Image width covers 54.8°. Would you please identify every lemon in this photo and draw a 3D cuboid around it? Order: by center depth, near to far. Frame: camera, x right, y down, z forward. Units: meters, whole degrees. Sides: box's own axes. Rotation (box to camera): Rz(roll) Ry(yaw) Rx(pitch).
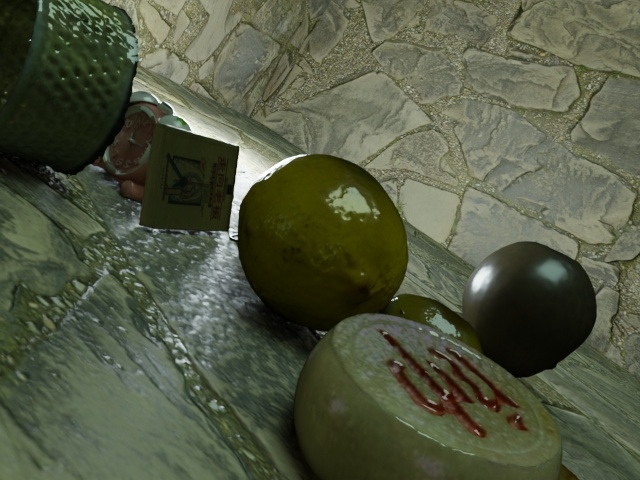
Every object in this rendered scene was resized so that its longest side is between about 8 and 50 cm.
[{"bbox_3d":[0.001,0.001,0.916,0.260,0.260,0.284,19,34,-48],"label":"lemon"}]

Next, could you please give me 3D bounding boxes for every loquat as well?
[{"bbox_3d":[0.159,0.161,0.906,0.195,0.152,0.152,25,7,28],"label":"loquat"}]

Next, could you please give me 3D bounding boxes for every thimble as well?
[{"bbox_3d":[-0.396,-0.239,0.874,0.270,0.271,0.150,40,15,37],"label":"thimble"}]

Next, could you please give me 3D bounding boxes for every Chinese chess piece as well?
[{"bbox_3d":[0.104,0.185,0.628,0.269,0.112,0.270,20,17,-6],"label":"Chinese chess piece"}]

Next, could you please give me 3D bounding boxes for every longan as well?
[{"bbox_3d":[0.438,0.150,1.331,0.297,0.297,0.297,30,11,-6],"label":"longan"}]

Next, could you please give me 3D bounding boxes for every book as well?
[{"bbox_3d":[-0.208,-0.094,1.023,0.026,0.161,0.231,10,4,21],"label":"book"}]

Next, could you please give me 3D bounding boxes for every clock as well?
[{"bbox_3d":[-0.297,-0.162,1.061,0.166,0.162,0.092,39,11,33],"label":"clock"}]

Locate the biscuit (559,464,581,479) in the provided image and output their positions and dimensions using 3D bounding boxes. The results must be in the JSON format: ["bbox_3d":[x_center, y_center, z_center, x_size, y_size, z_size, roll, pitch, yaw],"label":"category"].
[{"bbox_3d":[0.256,0.314,0.760,0.317,0.040,0.318,31,11,-7],"label":"biscuit"}]

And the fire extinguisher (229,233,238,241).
[{"bbox_3d":[-0.122,-0.004,1.156,0.078,0.045,0.157,5,7,12],"label":"fire extinguisher"}]
